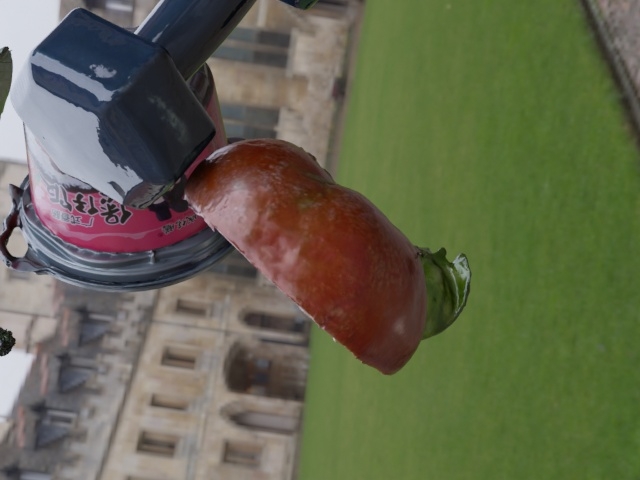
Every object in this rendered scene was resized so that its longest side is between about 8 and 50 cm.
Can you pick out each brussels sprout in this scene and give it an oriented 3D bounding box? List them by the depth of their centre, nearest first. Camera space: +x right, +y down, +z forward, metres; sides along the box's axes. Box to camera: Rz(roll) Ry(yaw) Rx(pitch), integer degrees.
[{"bbox_3d":[0.098,0.073,1.395,0.139,0.181,0.100,-109,10,-53],"label":"brussels sprout"}]

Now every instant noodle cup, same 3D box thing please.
[{"bbox_3d":[-0.196,-0.100,1.119,0.302,0.258,0.181,-33,-38,-29],"label":"instant noodle cup"}]

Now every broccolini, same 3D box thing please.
[{"bbox_3d":[-0.412,0.087,1.282,0.035,0.140,0.030,-56,-8,6],"label":"broccolini"}]

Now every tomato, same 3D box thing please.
[{"bbox_3d":[0.000,0.000,0.881,0.095,0.237,0.237,-48,3,0],"label":"tomato"}]

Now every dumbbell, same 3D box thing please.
[{"bbox_3d":[-0.095,-0.179,0.866,0.316,0.144,0.156,-55,-48,-27],"label":"dumbbell"}]

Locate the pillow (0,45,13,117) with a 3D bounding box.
[{"bbox_3d":[-0.599,-0.147,1.720,0.310,0.138,0.283,-58,-5,34],"label":"pillow"}]
